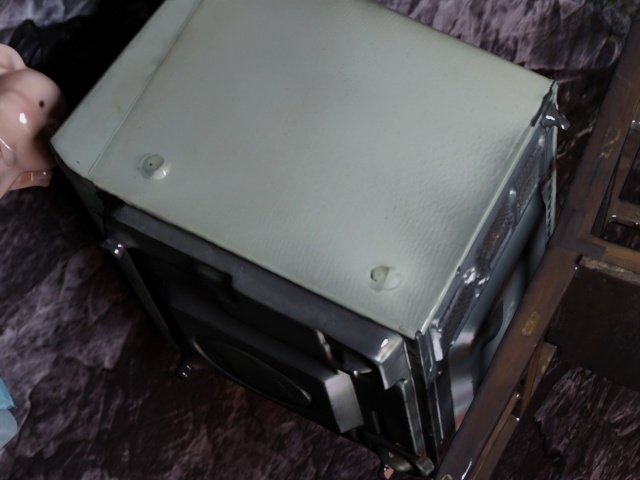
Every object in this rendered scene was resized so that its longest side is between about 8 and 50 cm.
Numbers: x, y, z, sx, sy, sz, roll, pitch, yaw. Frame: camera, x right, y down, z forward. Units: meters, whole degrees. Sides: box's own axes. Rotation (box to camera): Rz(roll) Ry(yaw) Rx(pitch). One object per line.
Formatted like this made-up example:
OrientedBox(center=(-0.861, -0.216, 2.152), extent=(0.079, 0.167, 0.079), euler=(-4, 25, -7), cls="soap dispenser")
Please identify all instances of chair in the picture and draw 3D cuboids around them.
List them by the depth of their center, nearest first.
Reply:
OrientedBox(center=(0.260, 0.082, 1.339), extent=(0.203, 0.241, 0.416), euler=(88, 26, -65), cls="chair")

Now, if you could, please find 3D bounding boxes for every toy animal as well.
OrientedBox(center=(-0.239, -0.073, 1.322), extent=(0.150, 0.089, 0.083), euler=(-45, 165, -31), cls="toy animal")

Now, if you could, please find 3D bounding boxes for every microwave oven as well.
OrientedBox(center=(0.000, 0.000, 1.433), extent=(0.247, 0.333, 0.394), euler=(-58, 162, -16), cls="microwave oven")

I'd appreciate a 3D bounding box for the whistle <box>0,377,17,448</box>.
OrientedBox(center=(-0.330, 0.160, 1.345), extent=(0.186, 0.093, 0.274), euler=(-47, 158, 26), cls="whistle")
